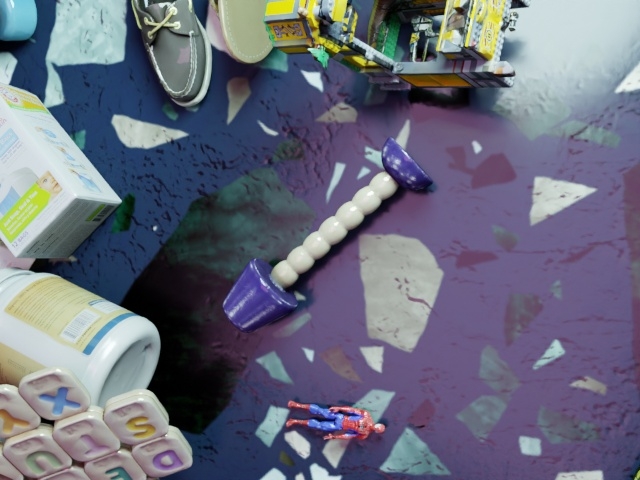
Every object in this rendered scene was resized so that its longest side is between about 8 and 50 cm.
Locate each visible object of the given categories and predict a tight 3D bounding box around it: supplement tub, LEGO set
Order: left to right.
[{"bbox_3d":[-0.311,0.125,0.817,0.199,0.144,0.145,23,95,14],"label":"supplement tub"},{"bbox_3d":[0.107,-0.293,0.655,0.192,0.255,0.332,11,80,42],"label":"LEGO set"}]

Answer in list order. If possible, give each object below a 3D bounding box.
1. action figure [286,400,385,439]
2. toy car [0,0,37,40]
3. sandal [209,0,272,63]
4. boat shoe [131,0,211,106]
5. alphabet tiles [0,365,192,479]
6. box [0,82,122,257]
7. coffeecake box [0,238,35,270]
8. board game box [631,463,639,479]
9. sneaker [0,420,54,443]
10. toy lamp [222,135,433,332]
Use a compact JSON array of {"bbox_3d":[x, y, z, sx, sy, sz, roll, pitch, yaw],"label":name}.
[{"bbox_3d":[0.018,0.210,0.790,0.115,0.030,0.038,4,85,13],"label":"action figure"},{"bbox_3d":[-0.536,-0.295,0.887,0.238,0.219,0.210,-32,81,42],"label":"toy car"},{"bbox_3d":[-0.105,-0.314,0.820,0.079,0.088,0.240,-10,78,46],"label":"sandal"},{"bbox_3d":[-0.190,-0.278,0.831,0.081,0.068,0.228,-13,86,15],"label":"boat shoe"},{"bbox_3d":[-0.298,0.255,0.765,0.283,0.278,0.021,-19,39,0],"label":"alphabet tiles"},{"bbox_3d":[-0.371,-0.088,0.858,0.114,0.103,0.203,-42,79,10],"label":"box"},{"bbox_3d":[-0.478,0.034,0.842,0.142,0.185,0.068,-56,41,8],"label":"coffeecake box"},{"bbox_3d":[0.452,0.271,0.672,0.259,0.030,0.136,26,98,14],"label":"board game box"},{"bbox_3d":[-0.444,0.233,0.886,0.283,0.107,0.124,24,86,7],"label":"sneaker"},{"bbox_3d":[0.000,0.000,0.771,0.274,0.080,0.080,-44,79,10],"label":"toy lamp"}]
